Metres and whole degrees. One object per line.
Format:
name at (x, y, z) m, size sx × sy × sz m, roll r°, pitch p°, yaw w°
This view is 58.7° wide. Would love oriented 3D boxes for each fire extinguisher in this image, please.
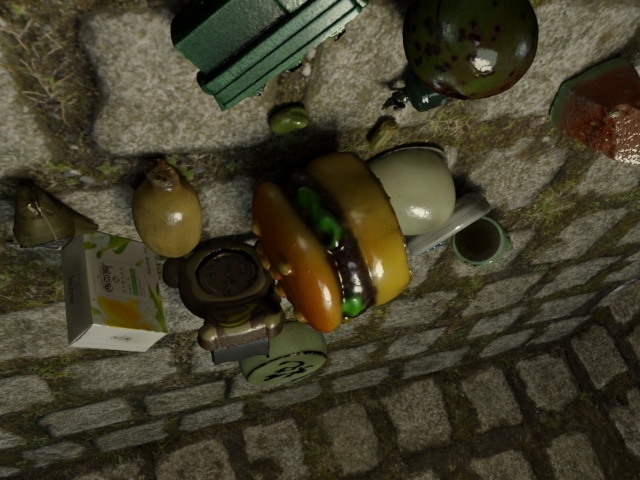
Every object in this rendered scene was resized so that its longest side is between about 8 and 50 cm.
fire extinguisher at (0.257, -0.327, 1.178) m, size 0.295 × 0.118 × 0.093 m, roll -20°, pitch 116°, yaw 2°

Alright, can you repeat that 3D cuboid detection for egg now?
egg at (0.215, -0.099, 1.463) m, size 0.287 × 0.174 × 0.264 m, roll -11°, pitch 147°, yaw -8°

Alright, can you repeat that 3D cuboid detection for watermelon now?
watermelon at (0.678, -0.286, 1.328) m, size 0.140 × 0.256 × 0.192 m, roll -13°, pitch 143°, yaw -12°

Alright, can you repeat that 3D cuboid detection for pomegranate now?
pomegranate at (0.272, -0.392, 0.966) m, size 0.242 × 0.242 × 0.305 m, roll 0°, pitch 126°, yaw -31°

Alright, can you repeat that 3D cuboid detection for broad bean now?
broad bean at (-0.067, -0.248, 1.177) m, size 0.083 × 0.045 × 0.063 m, roll -16°, pitch 164°, yaw 11°

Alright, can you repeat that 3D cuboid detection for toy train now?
toy train at (-0.093, -0.357, 0.892) m, size 0.330 × 0.138 × 0.178 m, roll -29°, pitch 140°, yaw 23°

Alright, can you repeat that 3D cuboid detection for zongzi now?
zongzi at (-0.545, -0.057, 1.193) m, size 0.176 × 0.078 × 0.160 m, roll -9°, pitch 155°, yaw -34°

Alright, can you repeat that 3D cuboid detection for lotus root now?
lotus root at (-0.338, -0.049, 1.264) m, size 0.146 × 0.130 × 0.303 m, roll -12°, pitch 150°, yaw -15°

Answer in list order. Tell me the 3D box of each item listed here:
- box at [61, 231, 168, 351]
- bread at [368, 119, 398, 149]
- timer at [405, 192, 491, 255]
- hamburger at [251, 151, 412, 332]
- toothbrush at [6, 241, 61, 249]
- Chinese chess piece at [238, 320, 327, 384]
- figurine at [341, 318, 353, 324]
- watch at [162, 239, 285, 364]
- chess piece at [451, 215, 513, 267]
box at (-0.486, 0.121, 1.338) m, size 0.111 × 0.260 × 0.194 m, roll -36°, pitch 148°, yaw 29°
bread at (0.142, -0.245, 1.311) m, size 0.049 × 0.033 × 0.088 m, roll -16°, pitch 159°, yaw -35°
timer at (0.368, -0.050, 1.652) m, size 0.237 × 0.087 × 0.262 m, roll -37°, pitch 172°, yaw 28°
hamburger at (0.000, 0.000, 1.291) m, size 0.278 × 0.395 × 0.395 m, roll -25°, pitch 152°, yaw -12°
toothbrush at (-0.628, 0.012, 1.242) m, size 0.162 × 0.014 × 0.017 m, roll 3°, pitch -174°, yaw 26°
Chinese chess piece at (-0.145, 0.447, 2.217) m, size 0.350 × 0.146 × 0.349 m, roll -14°, pitch 151°, yaw -8°
figurine at (0.051, 0.171, 1.841) m, size 0.218 × 0.169 × 0.326 m, roll -2°, pitch 148°, yaw 1°
watch at (-0.240, 0.198, 1.543) m, size 0.314 × 0.335 × 0.326 m, roll -12°, pitch 141°, yaw -13°
chess piece at (0.546, 0.017, 1.908) m, size 0.176 × 0.175 × 0.298 m, roll -29°, pitch 162°, yaw 18°
